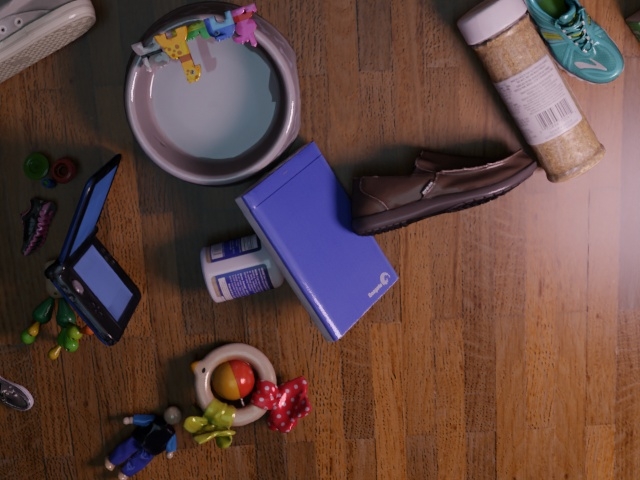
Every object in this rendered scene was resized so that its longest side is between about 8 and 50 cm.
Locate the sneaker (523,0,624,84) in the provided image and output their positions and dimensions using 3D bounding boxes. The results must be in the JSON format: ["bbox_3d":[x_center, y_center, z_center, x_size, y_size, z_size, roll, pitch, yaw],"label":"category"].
[{"bbox_3d":[0.446,-0.386,1.719,0.275,0.110,0.107,43,99,-11],"label":"sneaker"}]

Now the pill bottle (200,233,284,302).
[{"bbox_3d":[-0.126,0.045,1.813,0.186,0.112,0.112,-14,104,3],"label":"pill bottle"}]

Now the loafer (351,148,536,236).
[{"bbox_3d":[0.222,-0.115,1.769,0.366,0.134,0.130,-16,85,-3],"label":"loafer"}]

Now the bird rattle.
[{"bbox_3d":[-0.154,0.303,1.875,0.253,0.143,0.207,-21,87,1],"label":"bird rattle"}]

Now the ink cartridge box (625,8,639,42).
[{"bbox_3d":[0.693,-0.360,1.738,0.160,0.092,0.219,-36,102,8],"label":"ink cartridge box"}]

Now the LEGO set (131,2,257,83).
[{"bbox_3d":[-0.207,-0.326,1.630,0.227,0.087,0.093,-18,103,4],"label":"LEGO set"}]

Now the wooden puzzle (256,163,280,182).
[{"bbox_3d":[-0.098,-0.092,1.821,0.116,0.014,0.078,-41,127,7],"label":"wooden puzzle"}]

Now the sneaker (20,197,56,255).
[{"bbox_3d":[-0.555,-0.029,1.827,0.057,0.047,0.119,26,98,8],"label":"sneaker"}]

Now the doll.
[{"bbox_3d":[-0.356,0.405,1.932,0.189,0.046,0.129,-42,102,9],"label":"doll"}]

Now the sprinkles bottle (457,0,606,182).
[{"bbox_3d":[0.387,-0.280,1.738,0.121,0.121,0.355,-32,103,6],"label":"sprinkles bottle"}]

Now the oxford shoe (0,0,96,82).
[{"bbox_3d":[-0.617,-0.345,1.688,0.449,0.169,0.130,-28,92,4],"label":"oxford shoe"}]

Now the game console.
[{"bbox_3d":[-0.370,0.009,1.707,0.173,0.293,0.250,-36,102,7],"label":"game console"}]

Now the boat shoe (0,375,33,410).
[{"bbox_3d":[-0.643,0.300,1.903,0.142,0.040,0.049,36,100,-9],"label":"boat shoe"}]

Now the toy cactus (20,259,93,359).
[{"bbox_3d":[-0.488,0.126,1.840,0.219,0.112,0.180,-21,80,25],"label":"toy cactus"}]

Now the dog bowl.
[{"bbox_3d":[-0.199,-0.260,1.743,0.348,0.102,0.349,0,104,-2],"label":"dog bowl"}]

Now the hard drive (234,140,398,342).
[{"bbox_3d":[0.000,0.000,1.776,0.210,0.040,0.319,-42,105,-37],"label":"hard drive"}]

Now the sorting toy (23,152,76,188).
[{"bbox_3d":[-0.511,-0.129,1.805,0.102,0.042,0.061,10,88,9],"label":"sorting toy"}]
